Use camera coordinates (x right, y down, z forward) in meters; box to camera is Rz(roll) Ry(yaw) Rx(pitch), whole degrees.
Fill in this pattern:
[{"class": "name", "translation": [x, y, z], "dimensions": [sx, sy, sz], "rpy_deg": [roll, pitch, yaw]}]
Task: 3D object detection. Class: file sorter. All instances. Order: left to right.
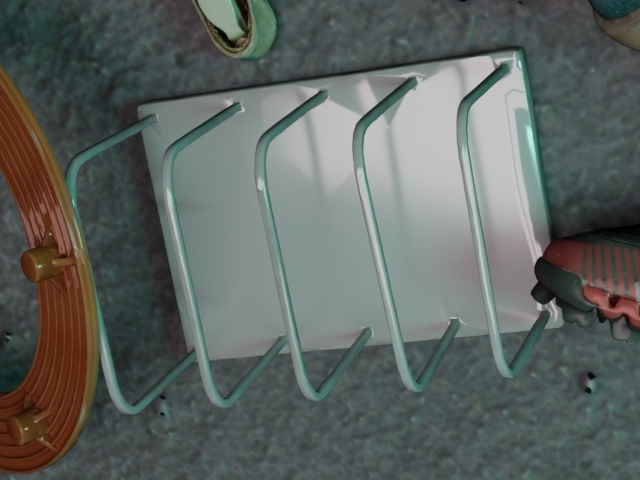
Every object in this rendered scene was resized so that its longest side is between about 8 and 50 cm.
[{"class": "file sorter", "translation": [0.000, 0.000, 1.191], "dimensions": [0.278, 0.173, 0.192], "rpy_deg": [-7, 104, 18]}]

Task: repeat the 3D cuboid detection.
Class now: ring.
[{"class": "ring", "translation": [-0.261, 0.005, 1.252], "dimensions": [0.337, 0.032, 0.336], "rpy_deg": [26, 126, 43]}]

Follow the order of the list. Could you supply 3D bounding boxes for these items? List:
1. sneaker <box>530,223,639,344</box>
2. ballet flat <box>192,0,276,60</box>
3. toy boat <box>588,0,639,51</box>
[{"class": "sneaker", "translation": [0.273, 0.003, 1.138], "dimensions": [0.276, 0.097, 0.135], "rpy_deg": [3, 102, 3]}, {"class": "ballet flat", "translation": [-0.080, -0.198, 1.222], "dimensions": [0.057, 0.052, 0.168], "rpy_deg": [-28, 95, 22]}, {"class": "toy boat", "translation": [0.237, -0.203, 0.982], "dimensions": [0.148, 0.318, 0.267], "rpy_deg": [38, 113, -15]}]
